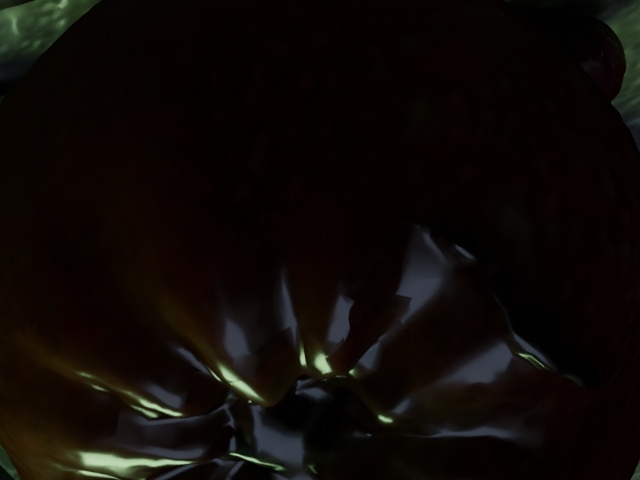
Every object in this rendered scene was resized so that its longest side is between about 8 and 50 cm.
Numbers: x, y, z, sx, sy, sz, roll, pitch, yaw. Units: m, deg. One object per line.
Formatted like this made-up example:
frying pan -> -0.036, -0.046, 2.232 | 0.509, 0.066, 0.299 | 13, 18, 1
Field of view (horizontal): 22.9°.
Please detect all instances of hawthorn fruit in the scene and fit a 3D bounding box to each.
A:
hawthorn fruit -> 0.000, 0.000, 0.890 | 0.403, 0.403, 0.403 | -9, 151, -5

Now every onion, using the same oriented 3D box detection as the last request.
onion -> 0.151, -0.102, 1.040 | 0.107, 0.097, 0.107 | -29, -169, 6

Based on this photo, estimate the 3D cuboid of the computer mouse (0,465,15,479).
computer mouse -> -0.378, 0.220, 1.448 | 0.379, 0.090, 0.167 | 24, 131, -37

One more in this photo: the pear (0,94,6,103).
pear -> -0.151, 0.003, 1.101 | 0.239, 0.139, 0.288 | -24, 151, 6

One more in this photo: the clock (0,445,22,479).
clock -> -0.158, 0.133, 1.237 | 0.236, 0.236, 0.053 | 11, 120, -34

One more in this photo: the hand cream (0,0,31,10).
hand cream -> -0.045, -0.202, 0.846 | 0.312, 0.070, 0.111 | -18, 150, -4
